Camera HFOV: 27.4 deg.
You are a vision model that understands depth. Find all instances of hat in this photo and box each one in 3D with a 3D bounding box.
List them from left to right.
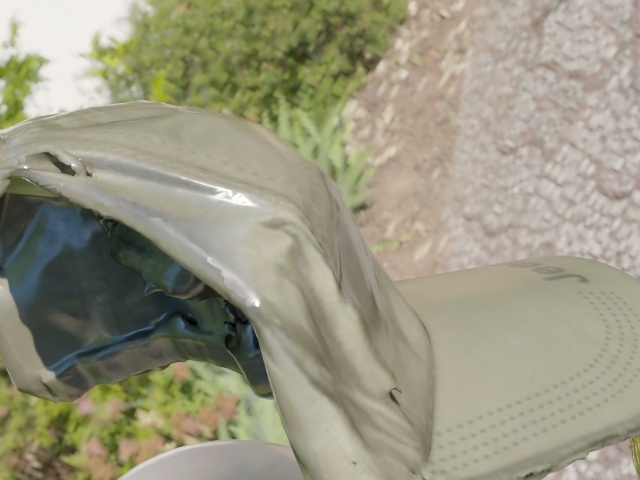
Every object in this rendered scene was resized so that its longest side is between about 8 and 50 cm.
[{"bbox_3d":[0.000,0.000,0.456,0.245,0.149,0.214,-27,23,-36],"label":"hat"}]

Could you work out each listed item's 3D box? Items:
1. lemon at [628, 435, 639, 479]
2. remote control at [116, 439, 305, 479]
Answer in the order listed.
[{"bbox_3d":[0.380,0.165,1.026,0.285,0.285,0.316,-34,35,57],"label":"lemon"},{"bbox_3d":[-0.006,0.227,0.883,0.221,0.332,0.103,-36,-45,-53],"label":"remote control"}]
